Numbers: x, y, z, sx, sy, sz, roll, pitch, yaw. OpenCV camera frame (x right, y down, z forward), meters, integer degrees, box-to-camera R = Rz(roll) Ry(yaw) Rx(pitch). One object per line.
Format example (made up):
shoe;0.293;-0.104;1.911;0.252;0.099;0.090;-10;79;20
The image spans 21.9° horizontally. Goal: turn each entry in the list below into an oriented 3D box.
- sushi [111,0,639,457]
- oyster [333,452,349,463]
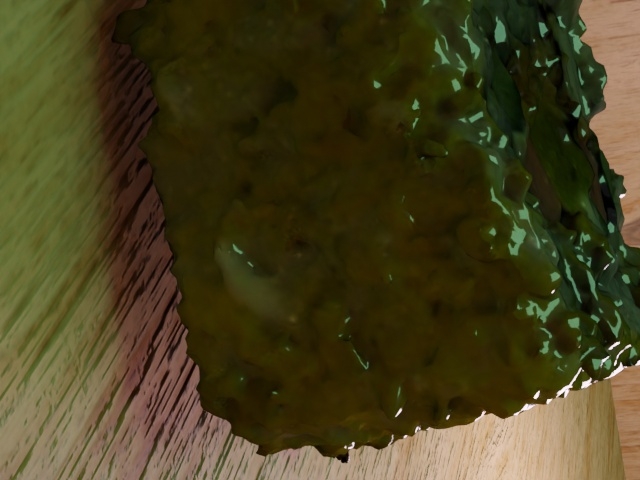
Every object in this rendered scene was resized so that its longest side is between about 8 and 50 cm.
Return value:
sushi;0.059;-0.056;1.061;0.396;0.240;0.351;-5;78;-68
oyster;-0.006;0.078;1.225;0.105;0.056;0.177;-81;161;-63
